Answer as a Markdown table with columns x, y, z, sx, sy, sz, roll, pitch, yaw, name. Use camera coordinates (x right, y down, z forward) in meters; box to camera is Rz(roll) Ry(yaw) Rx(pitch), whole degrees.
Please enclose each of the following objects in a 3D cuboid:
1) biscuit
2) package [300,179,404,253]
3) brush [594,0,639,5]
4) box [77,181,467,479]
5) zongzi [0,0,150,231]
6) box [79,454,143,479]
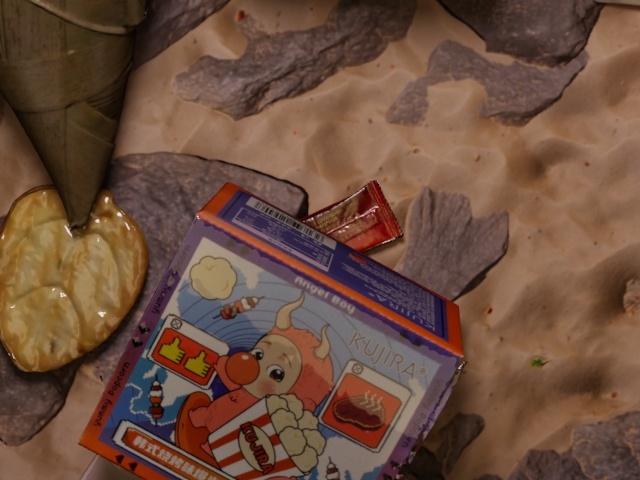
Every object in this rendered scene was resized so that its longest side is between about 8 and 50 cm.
| x | y | z | sx | sy | sz | roll | pitch | yaw | name |
| --- | --- | --- | --- | --- | --- | --- | --- | --- | --- |
| -0.334 | 0.050 | 1.691 | 0.203 | 0.041 | 0.260 | 22 | 97 | -4 | biscuit |
| 0.000 | 0.000 | 1.683 | 0.200 | 0.022 | 0.083 | -25 | 94 | 5 | package |
| 0.500 | -0.321 | 1.621 | 0.320 | 0.050 | 0.060 | 3 | 141 | 6 | brush |
| -0.050 | 0.158 | 1.573 | 0.348 | 0.257 | 0.319 | 29 | 101 | -2 | box |
| -0.457 | -0.292 | 1.578 | 0.499 | 0.218 | 0.467 | 19 | 103 | 3 | zongzi |
| -0.202 | 0.370 | 1.686 | 0.251 | 0.106 | 0.203 | 32 | 99 | -3 | box |
